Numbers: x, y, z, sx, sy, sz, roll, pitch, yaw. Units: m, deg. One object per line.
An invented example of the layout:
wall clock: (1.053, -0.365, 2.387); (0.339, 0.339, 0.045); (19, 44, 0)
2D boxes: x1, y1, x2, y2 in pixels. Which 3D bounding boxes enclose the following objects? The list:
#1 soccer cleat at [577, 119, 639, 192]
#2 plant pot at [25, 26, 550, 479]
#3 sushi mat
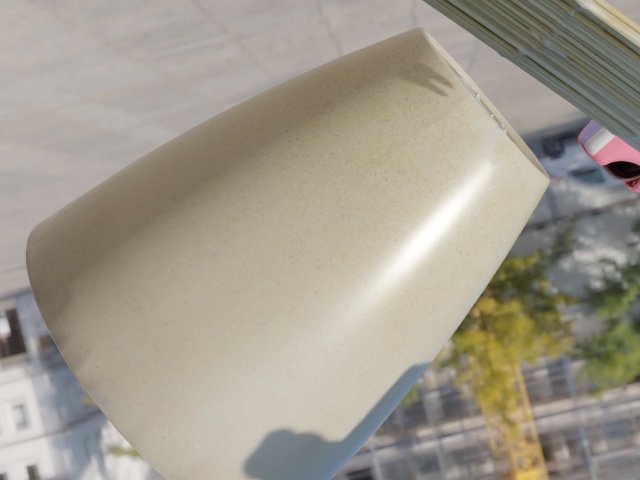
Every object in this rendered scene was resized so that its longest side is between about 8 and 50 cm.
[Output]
soccer cleat: (0.258, -0.067, 1.034); (0.095, 0.083, 0.248); (-36, 157, 10)
plant pot: (0.000, 0.000, 0.874); (0.274, 0.256, 0.256); (-40, 173, 13)
sushi mat: (0.095, -0.090, 0.579); (0.019, 0.316, 0.151); (-57, -174, -4)
